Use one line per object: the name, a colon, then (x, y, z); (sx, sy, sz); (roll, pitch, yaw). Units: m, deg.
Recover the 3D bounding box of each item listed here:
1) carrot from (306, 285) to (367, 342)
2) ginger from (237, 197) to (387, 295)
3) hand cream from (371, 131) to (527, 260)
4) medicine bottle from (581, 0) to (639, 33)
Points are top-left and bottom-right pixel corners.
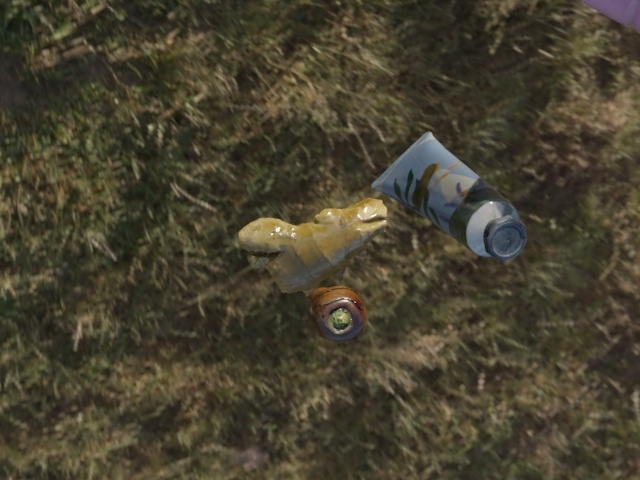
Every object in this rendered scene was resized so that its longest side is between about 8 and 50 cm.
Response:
carrot: (0.010, 0.069, 1.205); (0.055, 0.161, 0.055); (0, 90, -9)
ginger: (-0.003, 0.014, 1.648); (0.205, 0.081, 0.115); (-12, 86, 6)
hand cream: (0.129, -0.046, 1.260); (0.091, 0.271, 0.058); (-46, 118, 2)
medicine bottle: (0.393, -0.235, 1.073); (0.316, 0.202, 0.202); (31, 102, 14)
